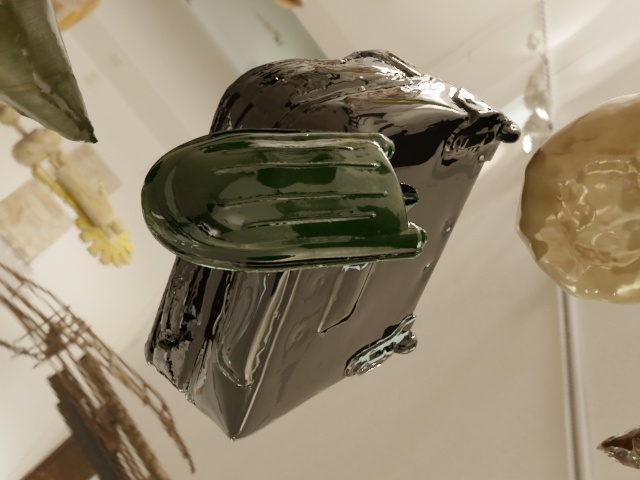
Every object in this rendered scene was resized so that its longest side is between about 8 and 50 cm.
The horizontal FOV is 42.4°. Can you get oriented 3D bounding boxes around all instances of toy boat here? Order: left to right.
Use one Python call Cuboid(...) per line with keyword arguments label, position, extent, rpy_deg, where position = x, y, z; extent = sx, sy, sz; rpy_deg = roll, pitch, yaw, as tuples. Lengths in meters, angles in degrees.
Cuboid(label="toy boat", position=(-0.016, -0.028, 0.548), extent=(0.210, 0.104, 0.052), rpy_deg=(-6, 160, -33))

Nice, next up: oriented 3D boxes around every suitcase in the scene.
Cuboid(label="suitcase", position=(0.000, 0.000, 0.801), extent=(0.339, 0.188, 0.345), rpy_deg=(-23, 143, -50))

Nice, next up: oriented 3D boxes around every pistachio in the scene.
Cuboid(label="pistachio", position=(0.334, -0.049, 0.790), extent=(0.318, 0.194, 0.214), rpy_deg=(-15, -176, -26))

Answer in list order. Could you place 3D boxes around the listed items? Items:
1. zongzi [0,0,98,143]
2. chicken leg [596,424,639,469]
Cuboid(label="zongzi", position=(-0.357, -0.286, 0.708), extent=(0.174, 0.393, 0.356), rpy_deg=(-38, -137, -11))
Cuboid(label="chicken leg", position=(0.295, 0.028, 0.512), extent=(0.182, 0.295, 0.409), rpy_deg=(-29, 161, -36))
